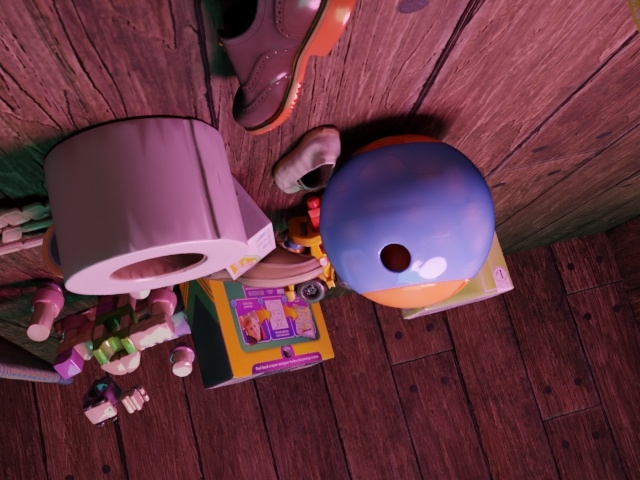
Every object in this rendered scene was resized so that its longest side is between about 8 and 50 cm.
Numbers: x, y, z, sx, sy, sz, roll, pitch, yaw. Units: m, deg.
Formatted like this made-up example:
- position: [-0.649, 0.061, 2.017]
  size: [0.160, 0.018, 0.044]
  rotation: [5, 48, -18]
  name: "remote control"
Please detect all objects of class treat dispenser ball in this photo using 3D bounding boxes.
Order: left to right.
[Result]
- position: [0.141, -0.031, 1.109]
  size: [0.288, 0.288, 0.288]
  rotation: [-14, 168, -3]
  name: "treat dispenser ball"

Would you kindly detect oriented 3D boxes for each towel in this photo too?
- position: [-0.713, 0.220, 1.356]
  size: [0.271, 0.040, 0.370]
  rotation: [22, 171, 22]
  name: "towel"

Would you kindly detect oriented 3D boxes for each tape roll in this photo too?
- position: [-0.234, -0.039, 0.907]
  size: [0.246, 0.169, 0.246]
  rotation: [-15, 168, -3]
  name: "tape roll"

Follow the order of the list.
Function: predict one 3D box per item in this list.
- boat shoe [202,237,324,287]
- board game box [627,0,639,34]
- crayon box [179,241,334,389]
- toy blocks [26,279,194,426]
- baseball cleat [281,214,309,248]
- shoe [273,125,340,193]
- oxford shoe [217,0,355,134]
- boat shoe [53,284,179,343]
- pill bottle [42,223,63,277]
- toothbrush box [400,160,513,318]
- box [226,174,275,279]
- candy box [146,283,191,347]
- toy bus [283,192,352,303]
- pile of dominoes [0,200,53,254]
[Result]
- position: [-0.130, 0.031, 1.331]
  size: [0.302, 0.098, 0.109]
  rotation: [4, -166, 36]
  name: "boat shoe"
- position: [0.422, -0.290, 0.731]
  size: [0.043, 0.092, 0.181]
  rotation: [-10, 167, -18]
  name: "board game box"
- position: [-0.150, 0.162, 1.593]
  size: [0.106, 0.313, 0.363]
  rotation: [-27, 163, 34]
  name: "crayon box"
- position: [-0.442, 0.177, 1.484]
  size: [0.289, 0.309, 0.260]
  rotation: [-22, -150, 0]
  name: "toy blocks"
- position: [-0.045, -0.004, 1.548]
  size: [0.109, 0.072, 0.206]
  rotation: [3, 159, 13]
  name: "baseball cleat"
- position: [-0.023, -0.114, 1.087]
  size: [0.077, 0.058, 0.219]
  rotation: [-10, 167, -21]
  name: "shoe"
- position: [-0.056, -0.194, 0.654]
  size: [0.098, 0.097, 0.271]
  rotation: [11, 155, -18]
  name: "oxford shoe"
- position: [-0.497, 0.163, 1.640]
  size: [0.324, 0.120, 0.122]
  rotation: [-34, 180, -39]
  name: "boat shoe"
- position: [-0.325, 0.012, 1.089]
  size: [0.130, 0.130, 0.246]
  rotation: [-20, 171, 26]
  name: "pill bottle"
- position: [0.244, -0.001, 1.391]
  size: [0.206, 0.283, 0.122]
  rotation: [-11, 167, -18]
  name: "toothbrush box"
- position: [-0.154, -0.017, 1.176]
  size: [0.103, 0.114, 0.203]
  rotation: [-38, 172, -9]
  name: "box"
- position: [-0.383, 0.185, 1.785]
  size: [0.165, 0.070, 0.196]
  rotation: [-19, -159, 22]
  name: "candy box"
- position: [0.000, 0.000, 1.384]
  size: [0.220, 0.211, 0.149]
  rotation: [-19, -149, 9]
  name: "toy bus"
- position: [-0.475, -0.029, 1.038]
  size: [0.251, 0.040, 0.196]
  rotation: [-18, 170, -29]
  name: "pile of dominoes"
